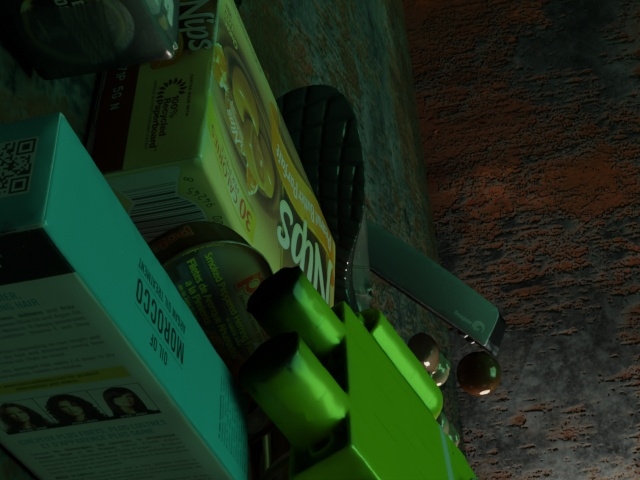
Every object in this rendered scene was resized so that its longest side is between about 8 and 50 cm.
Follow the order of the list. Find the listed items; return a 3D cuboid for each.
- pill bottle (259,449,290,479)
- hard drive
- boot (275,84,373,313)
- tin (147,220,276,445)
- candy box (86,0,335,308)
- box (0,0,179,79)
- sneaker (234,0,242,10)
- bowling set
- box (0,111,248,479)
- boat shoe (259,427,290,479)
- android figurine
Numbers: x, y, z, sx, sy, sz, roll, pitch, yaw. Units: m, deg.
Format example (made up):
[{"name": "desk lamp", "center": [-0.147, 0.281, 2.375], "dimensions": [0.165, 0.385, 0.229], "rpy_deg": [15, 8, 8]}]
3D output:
[{"name": "pill bottle", "center": [0.007, 0.244, 0.707], "dimensions": [0.245, 0.136, 0.136], "rpy_deg": [-79, 157, -71]}, {"name": "hard drive", "center": [0.112, 0.045, 1.323], "dimensions": [0.054, 0.255, 0.172], "rpy_deg": [-55, 163, -1]}, {"name": "boot", "center": [0.000, 0.000, 1.138], "dimensions": [0.222, 0.118, 0.338], "rpy_deg": [-63, 153, -75]}, {"name": "tin", "center": [-0.070, 0.066, 0.718], "dimensions": [0.040, 0.106, 0.189], "rpy_deg": [49, -16, 44]}, {"name": "candy box", "center": [-0.067, -0.017, 0.830], "dimensions": [0.316, 0.088, 0.183], "rpy_deg": [68, 19, -48]}, {"name": "box", "center": [-0.165, -0.338, 0.597], "dimensions": [0.318, 0.097, 0.395], "rpy_deg": [69, 16, -56]}, {"name": "sneaker", "center": [-0.072, -0.310, 0.958], "dimensions": [0.083, 0.118, 0.222], "rpy_deg": [-18, 99, -78]}, {"name": "bowling set", "center": [0.130, 0.207, 1.362], "dimensions": [0.154, 0.200, 0.287], "rpy_deg": [59, 29, -64]}, {"name": "box", "center": [-0.117, 0.050, 0.515], "dimensions": [0.244, 0.101, 0.060], "rpy_deg": [67, 17, -50]}, {"name": "boat shoe", "center": [-0.007, 0.265, 0.906], "dimensions": [0.089, 0.105, 0.285], "rpy_deg": [52, 20, -58]}, {"name": "android figurine", "center": [0.050, 0.144, 0.673], "dimensions": [0.273, 0.056, 0.248], "rpy_deg": [52, 14, -18]}]
